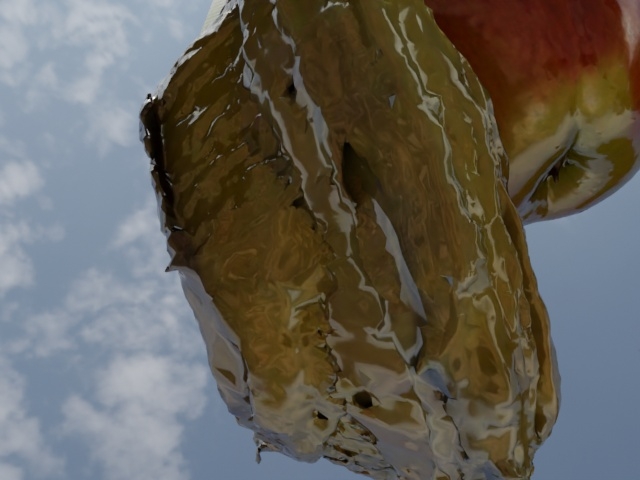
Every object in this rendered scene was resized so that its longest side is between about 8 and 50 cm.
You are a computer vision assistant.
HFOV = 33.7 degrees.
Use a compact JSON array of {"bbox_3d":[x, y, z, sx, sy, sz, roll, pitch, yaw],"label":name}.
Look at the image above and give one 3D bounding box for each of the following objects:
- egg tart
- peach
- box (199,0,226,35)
[{"bbox_3d":[0.000,0.000,0.548,0.150,0.352,0.351,-19,-101,-4],"label":"egg tart"},{"bbox_3d":[0.095,-0.103,0.572,0.190,0.190,0.192,-34,-120,11],"label":"peach"},{"bbox_3d":[-0.005,-0.225,0.928,0.175,0.062,0.260,-15,-141,24],"label":"box"}]
